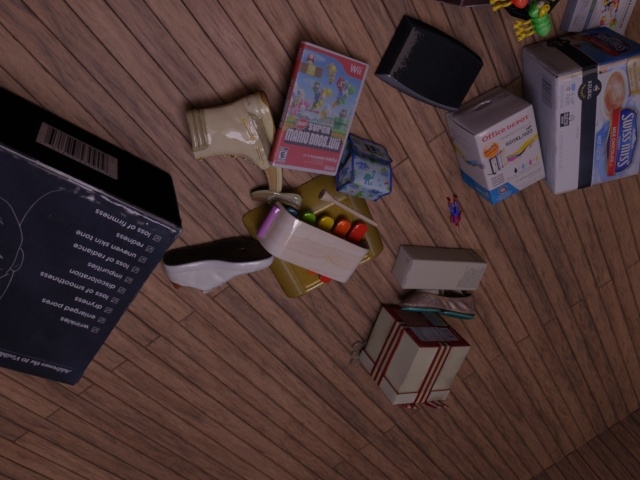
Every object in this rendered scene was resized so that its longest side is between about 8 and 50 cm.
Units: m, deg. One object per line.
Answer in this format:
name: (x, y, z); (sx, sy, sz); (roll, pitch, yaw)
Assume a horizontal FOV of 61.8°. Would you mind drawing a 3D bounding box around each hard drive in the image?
hard drive: (0.280, -0.431, 1.339); (0.254, 0.054, 0.172); (16, 114, -28)

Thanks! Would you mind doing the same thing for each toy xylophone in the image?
toy xylophone: (0.010, -0.009, 1.394); (0.322, 0.081, 0.236); (32, 106, -33)

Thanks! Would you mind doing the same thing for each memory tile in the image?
memory tile: (0.174, 0.384, 1.841); (0.148, 0.012, 0.113); (-6, 123, -17)

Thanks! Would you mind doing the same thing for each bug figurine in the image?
bug figurine: (0.487, -0.561, 1.129); (0.279, 0.072, 0.216); (-49, 135, -3)

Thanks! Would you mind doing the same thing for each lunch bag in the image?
lunch bag: (0.116, -0.193, 1.390); (0.128, 0.151, 0.096); (14, 157, -29)

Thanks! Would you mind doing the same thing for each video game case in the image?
video game case: (-0.002, -0.303, 1.274); (0.204, 0.025, 0.285); (3, 111, -41)

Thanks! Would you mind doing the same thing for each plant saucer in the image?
plant saucer: (0.000, 0.000, 1.496); (0.332, 0.081, 0.333); (-27, 126, -1)

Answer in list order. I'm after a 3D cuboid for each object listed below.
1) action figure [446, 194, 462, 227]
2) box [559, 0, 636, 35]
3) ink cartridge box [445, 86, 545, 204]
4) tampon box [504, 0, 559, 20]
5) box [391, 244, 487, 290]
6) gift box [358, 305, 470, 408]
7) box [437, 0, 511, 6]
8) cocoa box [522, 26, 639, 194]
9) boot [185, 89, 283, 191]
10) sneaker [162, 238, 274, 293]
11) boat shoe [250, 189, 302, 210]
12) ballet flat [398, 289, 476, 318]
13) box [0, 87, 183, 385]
action figure: (0.408, -0.083, 1.622); (0.038, 0.030, 0.115); (-27, 128, -8)
box: (0.733, -0.617, 1.395); (0.186, 0.038, 0.145); (-3, 122, -19)
ink cartridge box: (0.472, -0.258, 1.447); (0.171, 0.168, 0.233); (-28, 125, 0)
tampon box: (0.510, -0.618, 1.263); (0.101, 0.120, 0.161); (28, 108, -33)
box: (0.371, 0.087, 1.675); (0.275, 0.094, 0.113); (5, 119, -22)
gift box: (0.315, 0.386, 1.734); (0.276, 0.255, 0.258); (9, 114, -27)
box: (0.343, -0.633, 1.163); (0.167, 0.168, 0.203); (-12, 125, -15)
cocoa box: (0.687, -0.340, 1.412); (0.228, 0.231, 0.347); (-14, 126, 5)
boot: (-0.200, -0.213, 1.283); (0.203, 0.095, 0.262); (-15, 132, -5)
sneaker: (-0.265, 0.074, 1.436); (0.290, 0.106, 0.123); (-4, 128, 0)
boat shoe: (-0.115, -0.102, 1.386); (0.135, 0.045, 0.050); (5, 166, 3)
ballet flat: (0.380, 0.190, 1.744); (0.316, 0.107, 0.106); (12, 76, -33)
box: (-0.630, -0.006, 1.133); (0.480, 0.297, 0.472); (28, 107, -32)
